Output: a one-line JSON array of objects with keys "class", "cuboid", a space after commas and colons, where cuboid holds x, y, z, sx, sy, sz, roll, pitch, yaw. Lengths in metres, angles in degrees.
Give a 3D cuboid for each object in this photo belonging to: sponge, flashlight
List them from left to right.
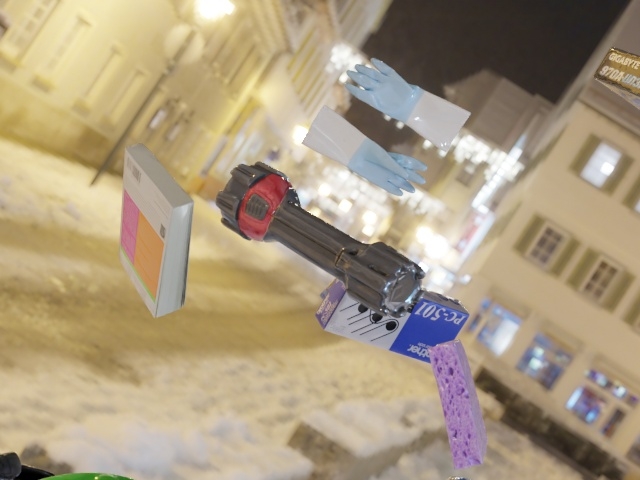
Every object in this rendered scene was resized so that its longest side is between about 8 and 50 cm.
[{"class": "flashlight", "cuboid": [0.000, 0.000, 1.506, 0.304, 0.103, 0.103, 31, -35, 34]}, {"class": "sponge", "cuboid": [0.140, 0.160, 1.209, 0.210, 0.031, 0.117, 22, 54, -80]}]

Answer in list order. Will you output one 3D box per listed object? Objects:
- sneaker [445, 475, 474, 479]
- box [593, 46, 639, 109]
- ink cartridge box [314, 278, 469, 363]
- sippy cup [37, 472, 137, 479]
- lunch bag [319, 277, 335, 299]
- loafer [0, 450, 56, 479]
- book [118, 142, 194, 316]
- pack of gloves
[{"class": "sneaker", "cuboid": [0.240, 0.376, 1.702, 0.135, 0.052, 0.058, 22, -22, 0]}, {"class": "box", "cuboid": [0.471, -0.165, 1.511, 0.175, 0.051, 0.220, 27, 8, -25]}, {"class": "ink cartridge box", "cuboid": [0.105, 0.107, 1.724, 0.207, 0.097, 0.046, 20, 20, -28]}, {"class": "sippy cup", "cuboid": [-0.242, 0.396, 1.216, 0.240, 0.305, 0.224, 37, 21, -37]}, {"class": "lunch bag", "cuboid": [0.054, 0.082, 1.764, 0.083, 0.071, 0.053, 45, 32, -1]}, {"class": "loafer", "cuboid": [-0.495, 0.353, 1.826, 0.076, 0.078, 0.223, 36, -3, 41]}, {"class": "book", "cuboid": [-0.165, -0.010, 1.161, 0.096, 0.035, 0.144, 48, -37, 32]}, {"class": "pack of gloves", "cuboid": [0.115, -0.188, 2.051, 0.232, 0.195, 0.046, 28, 18, -15]}]
